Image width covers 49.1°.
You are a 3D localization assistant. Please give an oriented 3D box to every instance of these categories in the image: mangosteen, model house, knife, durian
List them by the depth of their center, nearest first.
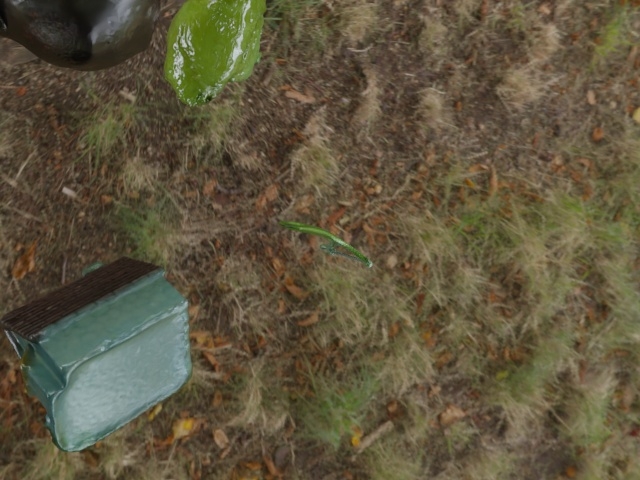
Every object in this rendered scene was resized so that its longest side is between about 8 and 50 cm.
[{"bbox_3d":[0.001,-0.003,0.863,0.166,0.078,0.022,30,74,-56],"label":"knife"},{"bbox_3d":[-0.353,-0.359,0.930,0.288,0.233,0.287,9,70,-25],"label":"mangosteen"},{"bbox_3d":[-0.401,0.167,1.219,0.281,0.249,0.229,-29,140,-36],"label":"model house"},{"bbox_3d":[-0.260,-0.519,1.765,0.256,0.205,0.339,-25,135,-52],"label":"durian"}]
